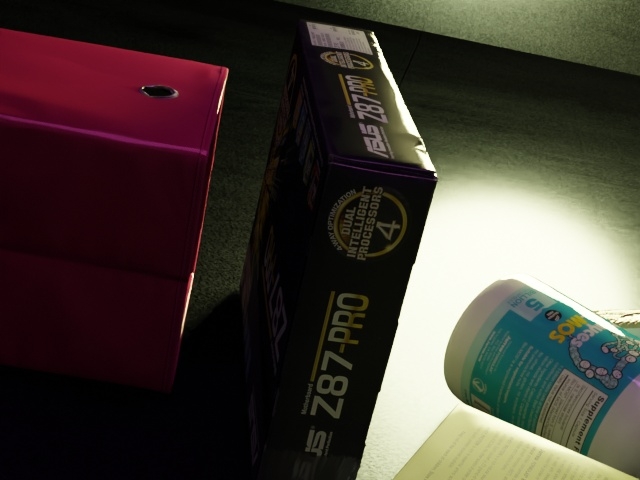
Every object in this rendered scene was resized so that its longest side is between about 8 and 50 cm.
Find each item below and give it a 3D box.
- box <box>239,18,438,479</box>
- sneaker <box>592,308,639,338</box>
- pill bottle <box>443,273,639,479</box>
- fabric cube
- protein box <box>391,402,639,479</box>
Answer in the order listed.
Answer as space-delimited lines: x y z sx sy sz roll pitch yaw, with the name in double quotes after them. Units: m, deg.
0.000 0.000 1.052 0.097 0.318 0.395 7 26 -9 "box"
0.321 0.151 1.171 0.099 0.153 0.282 -12 4 -39 "sneaker"
0.253 0.149 1.058 0.146 0.146 0.264 -11 34 -42 "pill bottle"
-0.241 -0.040 1.096 0.258 0.259 0.254 10 25 -4 "fabric cube"
0.139 0.247 0.799 0.201 0.136 0.200 21 25 20 "protein box"
